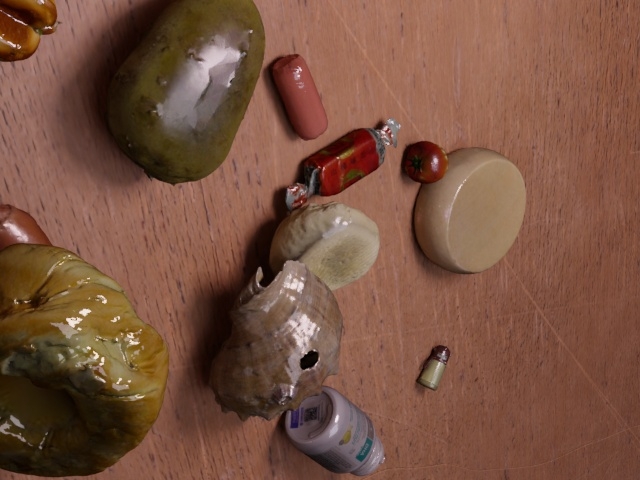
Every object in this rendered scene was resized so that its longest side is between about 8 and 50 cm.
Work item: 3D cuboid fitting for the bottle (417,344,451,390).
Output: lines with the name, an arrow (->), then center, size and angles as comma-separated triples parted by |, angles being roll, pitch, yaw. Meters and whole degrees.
bottle -> 0.256, 0.280, 2.051 | 0.101, 0.047, 0.063 | -65, 163, -8

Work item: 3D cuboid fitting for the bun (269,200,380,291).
bun -> 0.000, 0.000, 1.636 | 0.222, 0.128, 0.222 | -18, 147, -12

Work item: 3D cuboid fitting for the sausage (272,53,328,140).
sausage -> -0.033, -0.240, 1.569 | 0.062, 0.062, 0.154 | -41, 129, -24

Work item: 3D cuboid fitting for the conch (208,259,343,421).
conch -> -0.057, 0.187, 1.582 | 0.263, 0.186, 0.324 | -28, 149, -31

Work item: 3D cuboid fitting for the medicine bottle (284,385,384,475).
medicine bottle -> 0.036, 0.386, 1.824 | 0.135, 0.135, 0.215 | -55, 133, -11

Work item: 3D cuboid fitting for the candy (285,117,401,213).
candy -> 0.043, -0.140, 1.679 | 0.292, 0.059, 0.086 | -33, 125, -30

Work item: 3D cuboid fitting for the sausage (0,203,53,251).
sausage -> -0.384, 0.119, 1.365 | 0.094, 0.094, 0.419 | -53, 136, -41

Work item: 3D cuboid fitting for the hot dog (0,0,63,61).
hot dog -> -0.465, -0.326, 1.117 | 0.337, 0.100, 0.135 | 27, 96, -44

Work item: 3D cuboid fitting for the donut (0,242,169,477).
donut -> -0.379, 0.169, 1.241 | 0.170, 0.360, 0.360 | -86, 155, -47

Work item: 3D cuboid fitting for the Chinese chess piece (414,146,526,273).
Chinese chess piece -> 0.314, -0.061, 1.930 | 0.273, 0.102, 0.273 | -16, 117, -36

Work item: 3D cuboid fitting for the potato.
potato -> -0.193, -0.233, 1.349 | 0.210, 0.173, 0.308 | 33, 81, -42

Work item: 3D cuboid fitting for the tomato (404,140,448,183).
tomato -> 0.211, -0.153, 1.812 | 0.075, 0.087, 0.087 | -3, 108, -44
